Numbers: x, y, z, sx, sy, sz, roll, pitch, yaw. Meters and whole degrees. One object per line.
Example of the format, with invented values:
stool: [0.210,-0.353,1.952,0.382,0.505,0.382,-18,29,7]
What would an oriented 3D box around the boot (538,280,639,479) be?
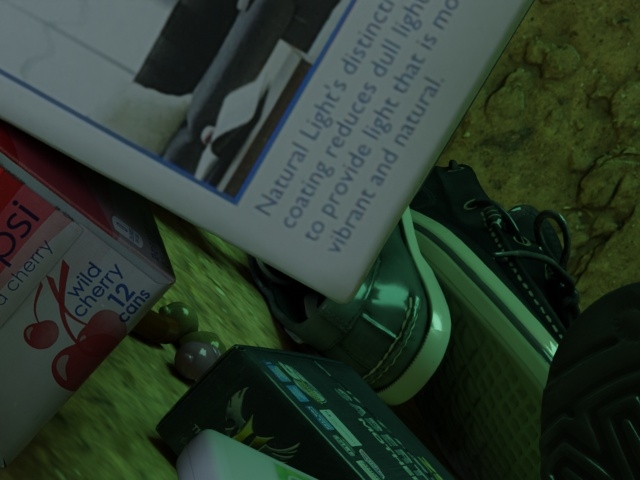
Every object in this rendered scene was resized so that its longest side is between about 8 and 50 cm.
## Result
boot: [0.276,0.214,1.134,0.445,0.146,0.367,13,59,-72]

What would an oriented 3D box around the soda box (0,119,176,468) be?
soda box: [-0.129,-0.024,0.665,0.083,0.092,0.263,39,8,-23]

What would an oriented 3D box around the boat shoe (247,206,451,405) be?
boat shoe: [0.000,0.000,1.259,0.099,0.116,0.319,29,16,-27]

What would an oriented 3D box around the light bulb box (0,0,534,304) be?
light bulb box: [-0.092,-0.195,0.666,0.361,0.225,0.358,29,13,-8]

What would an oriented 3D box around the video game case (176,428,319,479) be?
video game case: [0.054,0.167,0.586,0.212,0.023,0.193,29,22,-29]

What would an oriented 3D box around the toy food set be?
toy food set: [-0.081,0.040,0.887,0.122,0.019,0.078,41,6,-22]

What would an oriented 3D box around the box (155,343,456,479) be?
box: [0.046,0.150,0.791,0.233,0.059,0.183,47,6,16]

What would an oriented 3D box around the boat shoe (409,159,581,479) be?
boat shoe: [0.130,0.050,1.351,0.500,0.156,0.187,-127,-152,-66]
